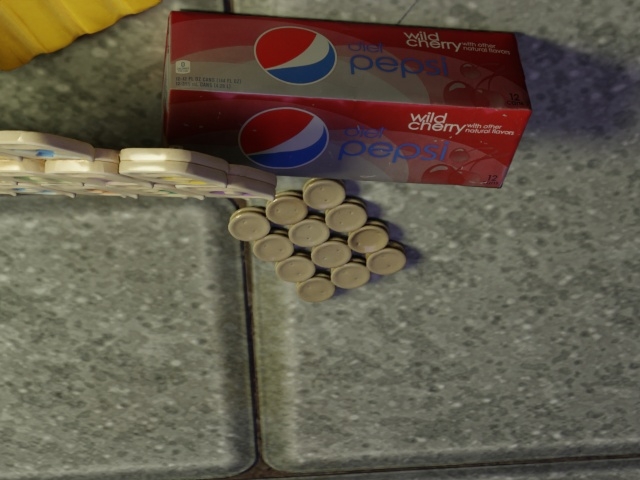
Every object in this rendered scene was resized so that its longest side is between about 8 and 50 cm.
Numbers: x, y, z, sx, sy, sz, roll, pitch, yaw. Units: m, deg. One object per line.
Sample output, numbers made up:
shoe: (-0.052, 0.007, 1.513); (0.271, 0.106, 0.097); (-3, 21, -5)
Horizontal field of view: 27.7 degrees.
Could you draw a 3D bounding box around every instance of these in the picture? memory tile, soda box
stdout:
memory tile: (0.000, 0.000, 1.142); (0.113, 0.012, 0.148); (-23, 137, 21)
soda box: (0.016, -0.103, 0.961); (0.263, 0.083, 0.092); (2, 141, -10)

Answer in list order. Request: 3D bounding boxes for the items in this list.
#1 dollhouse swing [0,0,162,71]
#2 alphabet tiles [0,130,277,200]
dollhouse swing: (-0.197, -0.145, 0.717); (0.346, 0.305, 0.315); (-21, 138, 18)
alphabet tiles: (-0.183, -0.047, 0.919); (0.284, 0.021, 0.278); (2, 176, 24)
